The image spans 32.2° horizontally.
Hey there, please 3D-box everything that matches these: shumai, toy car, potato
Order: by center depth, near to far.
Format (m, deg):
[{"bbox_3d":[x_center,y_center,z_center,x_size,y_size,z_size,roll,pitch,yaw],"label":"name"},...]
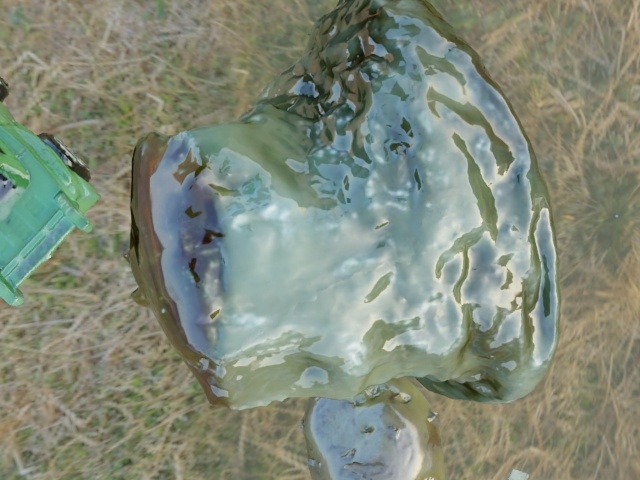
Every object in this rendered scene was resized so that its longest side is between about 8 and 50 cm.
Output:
[{"bbox_3d":[0.000,0.000,0.958,0.323,0.324,0.398,-22,109,-21],"label":"shumai"},{"bbox_3d":[0.064,0.268,1.227,0.164,0.165,0.263,-11,83,15],"label":"potato"},{"bbox_3d":[-0.440,-0.080,1.423,0.213,0.176,0.358,-45,82,-1],"label":"toy car"}]

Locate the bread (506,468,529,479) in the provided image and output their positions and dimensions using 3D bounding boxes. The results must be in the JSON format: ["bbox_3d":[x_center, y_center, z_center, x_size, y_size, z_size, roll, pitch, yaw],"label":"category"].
[{"bbox_3d":[0.206,0.310,1.240,0.028,0.154,0.068,16,63,9],"label":"bread"}]
